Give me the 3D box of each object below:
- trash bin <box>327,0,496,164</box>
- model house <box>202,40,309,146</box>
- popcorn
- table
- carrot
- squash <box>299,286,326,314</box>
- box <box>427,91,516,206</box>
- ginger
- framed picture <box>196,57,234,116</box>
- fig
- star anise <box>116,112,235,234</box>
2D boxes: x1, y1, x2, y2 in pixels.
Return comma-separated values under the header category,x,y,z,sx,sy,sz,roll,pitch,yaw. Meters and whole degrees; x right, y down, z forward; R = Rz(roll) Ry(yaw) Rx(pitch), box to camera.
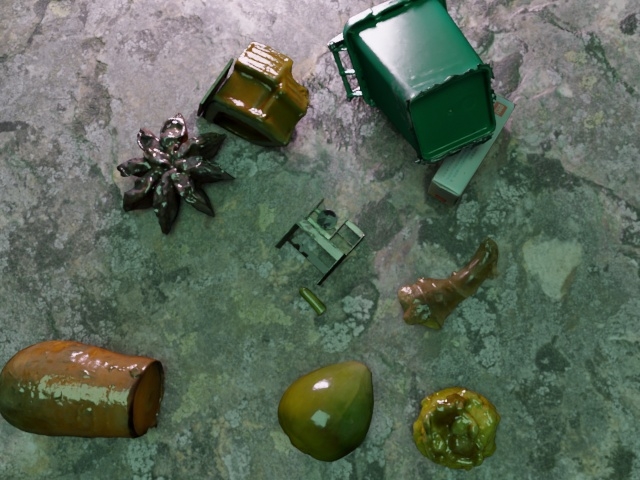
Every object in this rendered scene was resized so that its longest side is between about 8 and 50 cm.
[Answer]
category,x,y,z,sx,sy,sz,roll,pitch,yaw
trash bin,0.213,-0.373,1.339,0.295,0.259,0.381,-23,45,3
model house,-0.147,-0.376,1.505,0.268,0.173,0.239,29,77,6
popcorn,0.306,0.418,1.301,0.198,0.155,0.197,0,84,-5
table,0.000,0.000,1.461,0.146,0.062,0.175,42,90,12
carrot,-0.565,0.355,1.384,0.341,0.224,0.224,8,81,5
squash,-0.022,0.147,1.453,0.027,0.027,0.083,-43,78,-2
box,0.363,-0.219,1.416,0.079,0.135,0.269,32,85,9
ginger,0.310,0.101,1.398,0.294,0.086,0.131,-39,68,-9
framed picture,-0.272,-0.388,1.500,0.010,0.201,0.136,34,85,-14
fig,0.026,0.388,1.327,0.230,0.207,0.207,-18,76,-31
star anise,-0.383,-0.180,1.513,0.332,0.117,0.331,-3,76,11
